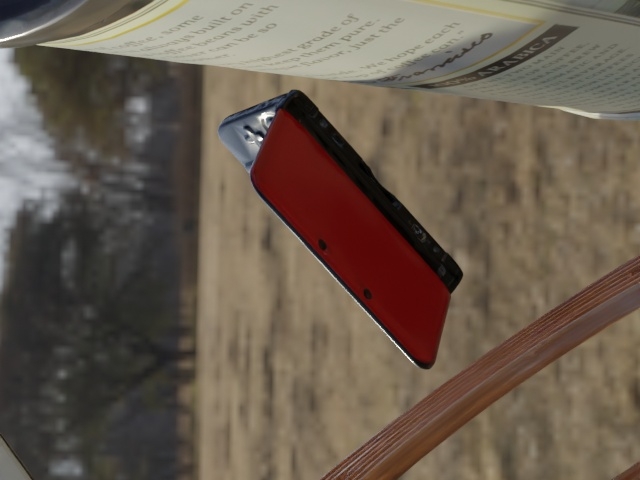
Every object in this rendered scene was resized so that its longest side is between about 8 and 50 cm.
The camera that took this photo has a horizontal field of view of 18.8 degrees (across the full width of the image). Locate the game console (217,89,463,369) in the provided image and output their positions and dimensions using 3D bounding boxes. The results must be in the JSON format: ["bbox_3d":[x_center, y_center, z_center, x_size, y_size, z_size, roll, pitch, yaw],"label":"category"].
[{"bbox_3d":[0.000,0.000,1.035,0.085,0.144,0.124,-51,19,-28],"label":"game console"}]

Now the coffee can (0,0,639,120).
[{"bbox_3d":[0.016,-0.140,0.530,0.201,0.275,0.201,-2,87,42],"label":"coffee can"}]

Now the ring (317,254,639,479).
[{"bbox_3d":[0.080,0.059,0.572,0.032,0.337,0.336,55,176,-2],"label":"ring"}]

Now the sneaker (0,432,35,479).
[{"bbox_3d":[-0.180,0.110,0.781,0.290,0.123,0.106,51,170,19],"label":"sneaker"}]
